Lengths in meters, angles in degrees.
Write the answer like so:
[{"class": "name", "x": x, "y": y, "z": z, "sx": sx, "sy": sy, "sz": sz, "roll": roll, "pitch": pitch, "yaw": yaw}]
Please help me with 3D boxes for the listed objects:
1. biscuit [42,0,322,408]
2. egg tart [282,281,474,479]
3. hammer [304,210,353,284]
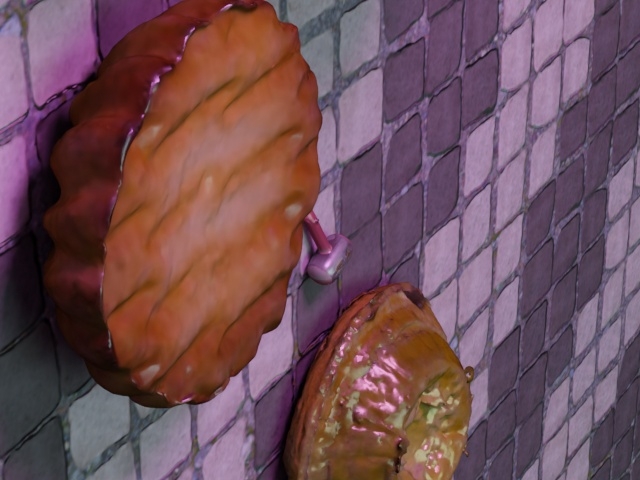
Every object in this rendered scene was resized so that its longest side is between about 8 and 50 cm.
[{"class": "biscuit", "x": -0.108, "y": -0.031, "z": 1.444, "sx": 0.326, "sy": 0.107, "sz": 0.326, "roll": -44, "pitch": 142, "yaw": -49}, {"class": "egg tart", "x": 0.071, "y": 0.180, "z": 1.893, "sx": 0.290, "sy": 0.115, "sz": 0.290, "roll": -39, "pitch": 137, "yaw": -50}, {"class": "hammer", "x": 0.000, "y": 0.000, "z": 1.751, "sx": 0.052, "sy": 0.031, "sz": 0.083, "roll": -58, "pitch": 139, "yaw": -32}]
